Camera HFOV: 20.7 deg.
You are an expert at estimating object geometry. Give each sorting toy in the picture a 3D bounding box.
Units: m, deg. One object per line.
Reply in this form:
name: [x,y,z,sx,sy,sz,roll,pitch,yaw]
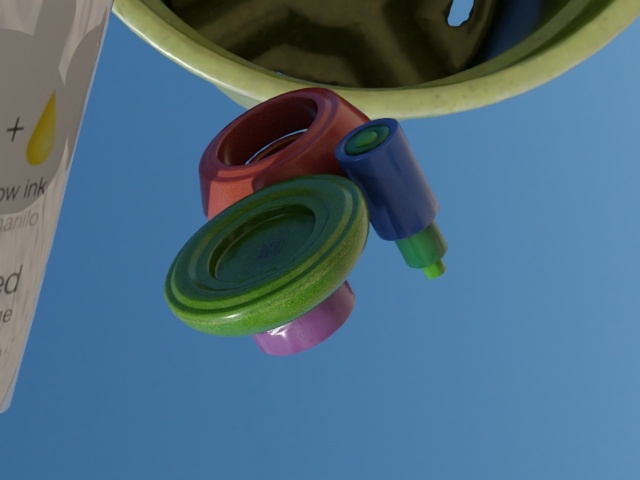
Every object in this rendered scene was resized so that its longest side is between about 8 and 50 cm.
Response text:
sorting toy: [0.000,0.000,0.426,0.042,0.061,0.102,60,-163,-28]

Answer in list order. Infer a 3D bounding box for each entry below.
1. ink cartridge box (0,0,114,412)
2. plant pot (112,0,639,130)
ink cartridge box: [-0.148,-0.088,0.351,0.171,0.168,0.233,-10,-59,-56]
plant pot: [0.014,-0.160,0.787,0.254,0.276,0.276,110,160,-80]
